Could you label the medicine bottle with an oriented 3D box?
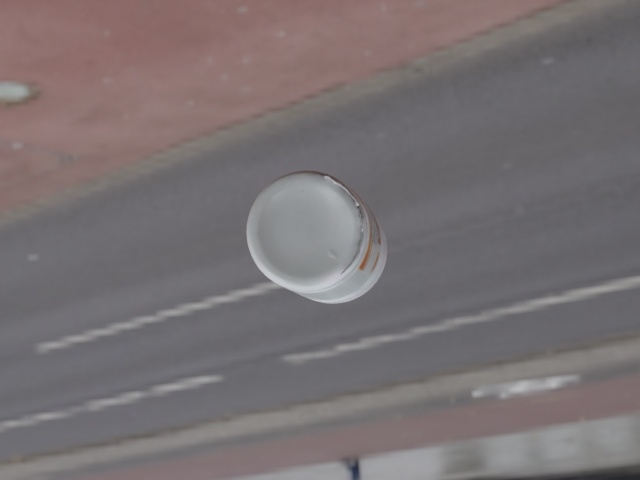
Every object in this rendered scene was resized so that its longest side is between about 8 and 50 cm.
[{"bbox_3d":[0.000,0.000,0.718,0.057,0.057,0.089,-8,171,9],"label":"medicine bottle"}]
